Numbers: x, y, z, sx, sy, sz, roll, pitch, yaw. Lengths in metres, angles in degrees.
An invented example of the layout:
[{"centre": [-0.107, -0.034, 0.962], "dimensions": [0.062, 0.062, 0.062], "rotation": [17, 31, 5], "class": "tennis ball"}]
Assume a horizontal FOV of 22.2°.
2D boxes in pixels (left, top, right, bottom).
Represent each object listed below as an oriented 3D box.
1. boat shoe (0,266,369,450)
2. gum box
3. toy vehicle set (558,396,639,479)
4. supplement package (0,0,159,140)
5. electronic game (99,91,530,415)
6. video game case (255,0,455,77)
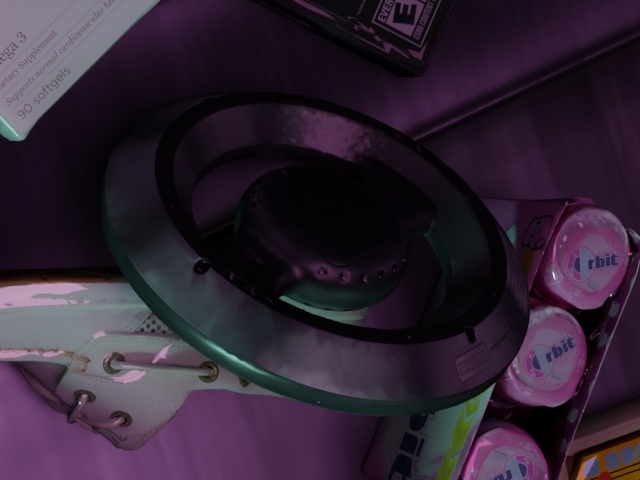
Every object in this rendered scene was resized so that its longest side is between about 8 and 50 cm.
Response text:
[{"centre": [-0.100, 0.062, 0.838], "dimensions": [0.277, 0.098, 0.096], "rotation": [0, 93, -23], "class": "boat shoe"}, {"centre": [0.103, 0.064, 0.916], "dimensions": [0.062, 0.107, 0.188], "rotation": [24, 84, -22], "class": "gum box"}, {"centre": [0.265, 0.166, 1.028], "dimensions": [0.266, 0.035, 0.166], "rotation": [-16, 100, -20], "class": "toy vehicle set"}, {"centre": [-0.182, -0.147, 0.786], "dimensions": [0.105, 0.105, 0.179], "rotation": [-48, 109, -12], "class": "supplement package"}, {"centre": [0.000, 0.000, 0.827], "dimensions": [0.229, 0.229, 0.048], "rotation": [7, 130, -23], "class": "electronic game"}, {"centre": [0.001, -0.265, 0.891], "dimensions": [0.248, 0.035, 0.275], "rotation": [25, 85, -22], "class": "video game case"}]
